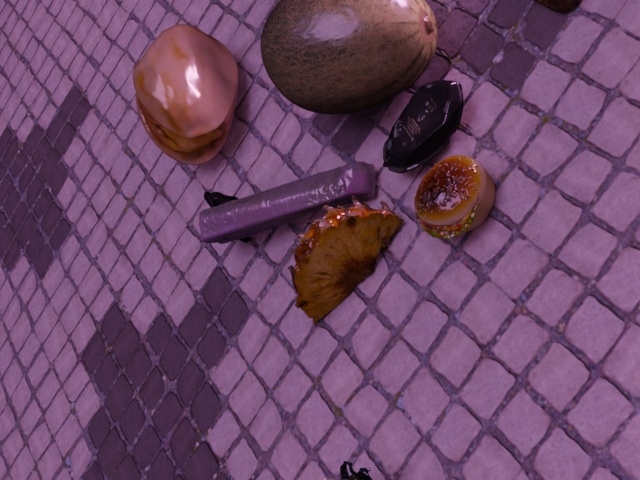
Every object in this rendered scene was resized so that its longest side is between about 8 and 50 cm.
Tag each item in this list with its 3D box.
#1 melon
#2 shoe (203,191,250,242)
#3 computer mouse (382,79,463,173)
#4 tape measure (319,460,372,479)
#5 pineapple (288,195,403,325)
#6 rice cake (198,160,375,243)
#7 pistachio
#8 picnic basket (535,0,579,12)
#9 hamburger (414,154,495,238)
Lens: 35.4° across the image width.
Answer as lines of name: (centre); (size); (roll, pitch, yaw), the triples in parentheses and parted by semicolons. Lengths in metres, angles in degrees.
melon: (0.048, -0.345, 1.761); (0.329, 0.249, 0.248); (-1, 71, 38)
shoe: (-0.175, -0.059, 2.004); (0.053, 0.062, 0.159); (-49, 50, 15)
computer mouse: (0.179, -0.191, 1.689); (0.192, 0.062, 0.105); (-49, 44, 27)
tape measure: (0.015, 0.477, 1.457); (0.115, 0.207, 0.235); (9, 40, 42)
pineapple: (0.004, -0.004, 1.732); (0.250, 0.140, 0.164); (-47, 43, 25)
rice cake: (-0.073, -0.064, 1.855); (0.399, 0.064, 0.070); (-16, 70, 31)
pistachio: (-0.283, -0.319, 2.136); (0.230, 0.230, 0.308); (-32, 55, 33)
picnic basket: (0.360, -0.448, 1.624); (0.110, 0.055, 0.193); (-55, 40, 12)
hamburger: (0.207, -0.068, 1.582); (0.127, 0.081, 0.141); (26, 90, 49)
